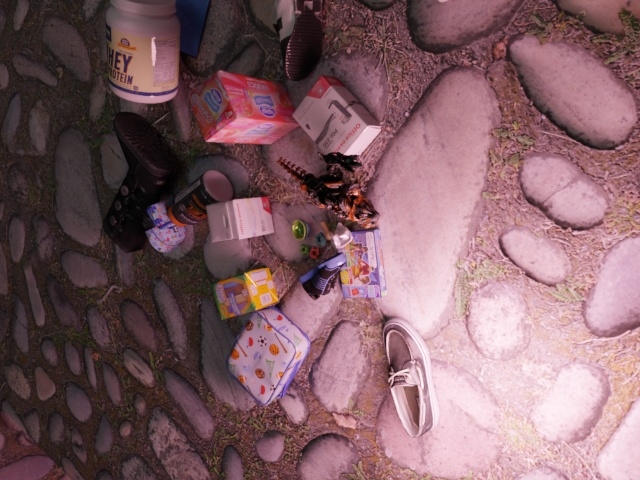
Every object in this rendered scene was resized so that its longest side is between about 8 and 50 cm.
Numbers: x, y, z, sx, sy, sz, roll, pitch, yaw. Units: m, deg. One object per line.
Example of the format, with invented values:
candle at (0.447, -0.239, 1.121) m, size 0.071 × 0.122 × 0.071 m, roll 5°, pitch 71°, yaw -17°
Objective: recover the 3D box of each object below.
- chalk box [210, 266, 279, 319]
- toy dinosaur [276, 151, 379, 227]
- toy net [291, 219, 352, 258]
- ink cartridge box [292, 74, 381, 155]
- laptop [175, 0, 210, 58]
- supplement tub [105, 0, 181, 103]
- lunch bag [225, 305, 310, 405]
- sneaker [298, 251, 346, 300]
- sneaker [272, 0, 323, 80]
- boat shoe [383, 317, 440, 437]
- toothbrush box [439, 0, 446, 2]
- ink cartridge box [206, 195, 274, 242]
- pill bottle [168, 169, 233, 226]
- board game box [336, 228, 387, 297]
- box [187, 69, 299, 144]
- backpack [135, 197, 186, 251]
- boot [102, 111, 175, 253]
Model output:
chalk box at (-0.273, 0.183, 1.752) m, size 0.213 × 0.132 × 0.131 m, roll -18°, pitch 88°, yaw 33°
toy dinosaur at (0.020, -0.137, 1.458) m, size 0.322 × 0.218 × 0.164 m, roll 11°, pitch 74°, yaw 0°
toy net at (0.000, 0.000, 1.567) m, size 0.232 × 0.045 × 0.121 m, roll 7°, pitch 98°, yaw 48°
ink cartridge box at (0.045, -0.344, 1.488) m, size 0.217 × 0.092 × 0.158 m, roll 50°, pitch 121°, yaw 15°
laptop at (-0.570, -0.895, 1.734) m, size 0.382 × 0.408 × 0.236 m, roll 30°, pitch 79°, yaw 26°
supplement tub at (-0.596, -0.656, 1.736) m, size 0.236 × 0.235 × 0.324 m, roll 34°, pitch 131°, yaw 25°
lunch bag at (-0.176, 0.395, 1.733) m, size 0.243 × 0.115 × 0.303 m, roll 37°, pitch 114°, yaw 21°
sneaker at (0.021, 0.111, 1.563) m, size 0.090 × 0.081 × 0.232 m, roll 57°, pitch 144°, yaw 3°
sneaker at (-0.074, -0.645, 1.521) m, size 0.146 × 0.123 × 0.330 m, roll 30°, pitch 119°, yaw 49°
boat shoe at (0.249, 0.385, 1.445) m, size 0.121 × 0.119 × 0.334 m, roll -22°, pitch 85°, yaw 34°
toothbrush box at (0.349, -0.744, 1.210) m, size 0.206 × 0.122 × 0.282 m, roll -3°, pitch 96°, yaw 34°
ink cartridge box at (-0.261, -0.069, 1.679) m, size 0.128 × 0.176 × 0.128 m, roll -7°, pitch 93°, yaw 34°
pill bottle at (-0.431, -0.137, 1.810) m, size 0.246 × 0.131 × 0.130 m, roll -29°, pitch 81°, yaw 34°
board game box at (0.121, 0.070, 1.533) m, size 0.136 × 0.035 × 0.201 m, roll -3°, pitch 96°, yaw 34°
box at (-0.219, -0.384, 1.529) m, size 0.142 × 0.300 × 0.153 m, roll -24°, pitch 83°, yaw 34°
backpack at (-0.569, -0.051, 1.897) m, size 0.117 × 0.158 × 0.173 m, roll -27°, pitch 89°, yaw 34°
boot at (-0.750, -0.222, 2.016) m, size 0.367 × 0.146 × 0.445 m, roll 54°, pitch 130°, yaw 27°
